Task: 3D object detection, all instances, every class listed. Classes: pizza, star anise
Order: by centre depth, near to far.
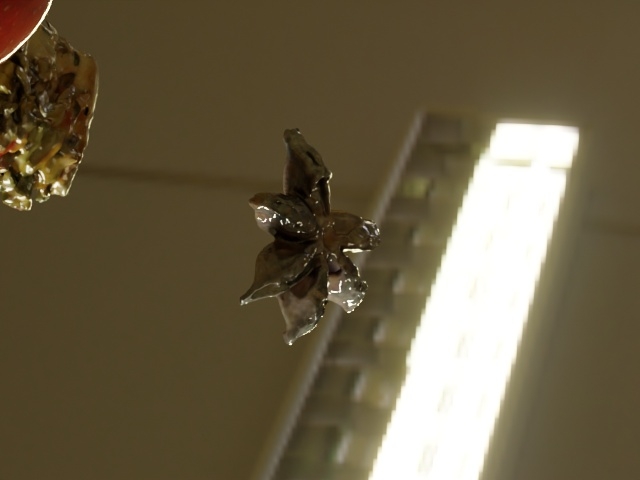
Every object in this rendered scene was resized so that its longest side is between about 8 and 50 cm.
[{"bbox_3d":[-0.251,-0.116,1.590,0.069,0.226,0.147,19,-102,32],"label":"pizza"},{"bbox_3d":[-0.008,0.013,1.875,0.063,0.208,0.172,10,-115,34],"label":"star anise"}]

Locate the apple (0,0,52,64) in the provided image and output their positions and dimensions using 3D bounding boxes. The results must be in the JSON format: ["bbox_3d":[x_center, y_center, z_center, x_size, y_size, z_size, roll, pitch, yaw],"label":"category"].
[{"bbox_3d":[-0.264,-0.195,1.089,0.216,0.260,0.260,-1,-150,-30],"label":"apple"}]
